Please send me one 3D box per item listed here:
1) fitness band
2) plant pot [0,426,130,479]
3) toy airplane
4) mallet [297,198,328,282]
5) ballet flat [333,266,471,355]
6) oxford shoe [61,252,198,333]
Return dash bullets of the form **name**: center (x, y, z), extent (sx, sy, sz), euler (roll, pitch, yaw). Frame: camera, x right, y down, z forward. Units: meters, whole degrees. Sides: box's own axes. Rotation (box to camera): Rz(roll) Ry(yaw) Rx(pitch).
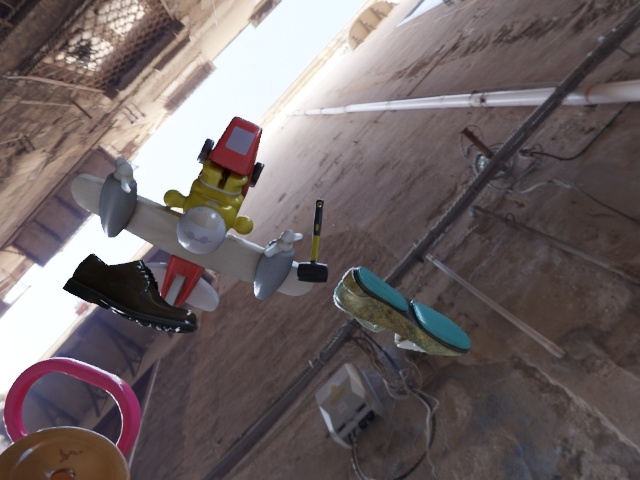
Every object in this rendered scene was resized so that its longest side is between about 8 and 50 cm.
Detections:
- **fitness band**: center (-0.524, 0.366, 1.082), extent (0.291, 0.054, 0.209), euler (17, -96, 8)
- **plant pot**: center (-0.432, 0.444, 0.816), extent (0.291, 0.291, 0.203), euler (19, -68, -14)
- **toy airplane**: center (-0.240, -0.012, 1.008), extent (0.386, 0.272, 0.384), euler (-20, -79, -5)
- **mallet**: center (0.000, 0.000, 1.046), extent (0.062, 0.039, 0.189), euler (11, -117, 4)
- **ballet flat**: center (0.178, 0.181, 1.156), extent (0.349, 0.123, 0.123), euler (32, -84, -17)
- **oxford shoe**: center (-0.288, 0.079, 0.809), extent (0.227, 0.083, 0.096), euler (23, -106, 7)
